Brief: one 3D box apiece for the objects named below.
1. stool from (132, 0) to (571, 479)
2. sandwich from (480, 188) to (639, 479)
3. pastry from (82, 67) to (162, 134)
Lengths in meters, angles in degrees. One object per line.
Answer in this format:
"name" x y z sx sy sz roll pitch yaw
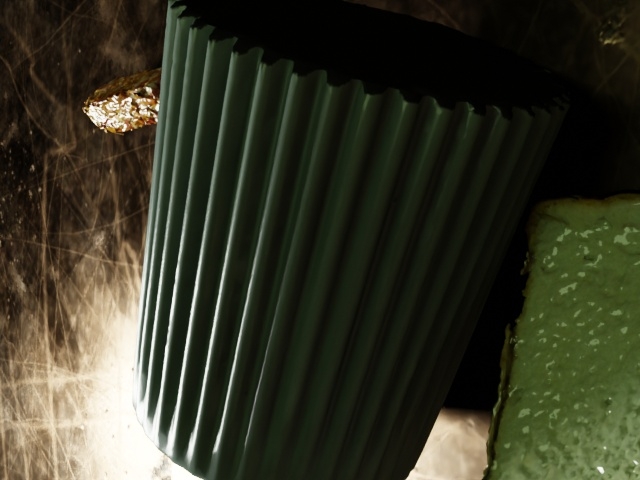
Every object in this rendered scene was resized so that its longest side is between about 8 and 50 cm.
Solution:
"stool" 0.000 0.000 0.849 0.297 0.297 0.330 36 121 42
"sandwich" 0.216 0.091 0.699 0.226 0.087 0.251 -9 66 50
"pastry" -0.195 -0.155 1.215 0.169 0.087 0.063 -2 122 49
